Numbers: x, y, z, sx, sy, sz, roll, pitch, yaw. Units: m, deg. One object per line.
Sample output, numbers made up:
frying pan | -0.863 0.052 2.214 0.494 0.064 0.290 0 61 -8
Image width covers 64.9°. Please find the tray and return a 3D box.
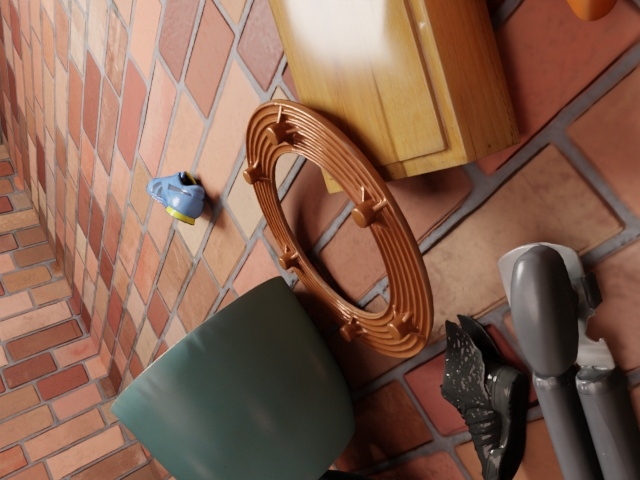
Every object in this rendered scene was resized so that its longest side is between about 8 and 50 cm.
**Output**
tray | 0.022 -0.256 0.450 0.203 0.076 0.410 -5 105 59

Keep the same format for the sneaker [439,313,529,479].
sneaker | 0.165 0.169 0.526 0.089 0.051 0.170 20 117 47

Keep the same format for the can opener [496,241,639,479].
can opener | 0.209 0.133 0.423 0.074 0.093 0.280 -13 101 53

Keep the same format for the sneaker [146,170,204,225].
sneaker | -0.270 -0.097 0.958 0.209 0.069 0.082 31 97 52

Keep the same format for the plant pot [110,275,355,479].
plant pot | -0.092 0.231 0.705 0.235 0.293 0.293 49 141 7

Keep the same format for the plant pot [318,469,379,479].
plant pot | 0.035 0.423 0.666 0.290 0.290 0.195 -11 61 54

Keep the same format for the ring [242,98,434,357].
ring | 0.000 0.000 0.592 0.336 0.032 0.336 44 154 28

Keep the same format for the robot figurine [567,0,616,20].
robot figurine | 0.136 -0.244 0.293 0.219 0.128 0.158 67 157 4
